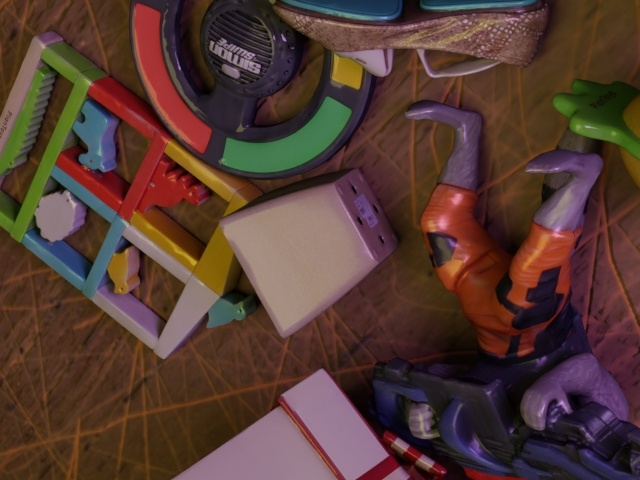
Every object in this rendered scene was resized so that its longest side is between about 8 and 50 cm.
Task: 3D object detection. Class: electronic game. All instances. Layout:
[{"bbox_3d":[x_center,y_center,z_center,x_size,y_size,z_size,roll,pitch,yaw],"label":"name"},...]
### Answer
[{"bbox_3d":[-0.058,-0.160,1.254,0.229,0.048,0.229,10,113,25],"label":"electronic game"}]

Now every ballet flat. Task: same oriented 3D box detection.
[{"bbox_3d":[0.066,-0.153,1.154,0.206,0.073,0.067,3,120,13],"label":"ballet flat"}]

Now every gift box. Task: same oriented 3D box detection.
[{"bbox_3d":[-0.014,0.288,1.238,0.276,0.258,0.255,53,158,7],"label":"gift box"}]

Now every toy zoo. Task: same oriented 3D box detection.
[{"bbox_3d":[-0.172,-0.026,1.378,0.293,0.030,0.192,37,122,13],"label":"toy zoo"}]

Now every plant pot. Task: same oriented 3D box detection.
[{"bbox_3d":[0.000,0.000,1.252,0.096,0.109,0.109,-27,93,22],"label":"plant pot"}]

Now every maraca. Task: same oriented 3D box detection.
[{"bbox_3d":[0.248,-0.067,1.044,0.186,0.127,0.099,25,116,18],"label":"maraca"}]

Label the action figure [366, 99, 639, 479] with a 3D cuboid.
[{"bbox_3d":[0.183,0.076,1.136,0.341,0.178,0.330,18,124,50],"label":"action figure"}]
